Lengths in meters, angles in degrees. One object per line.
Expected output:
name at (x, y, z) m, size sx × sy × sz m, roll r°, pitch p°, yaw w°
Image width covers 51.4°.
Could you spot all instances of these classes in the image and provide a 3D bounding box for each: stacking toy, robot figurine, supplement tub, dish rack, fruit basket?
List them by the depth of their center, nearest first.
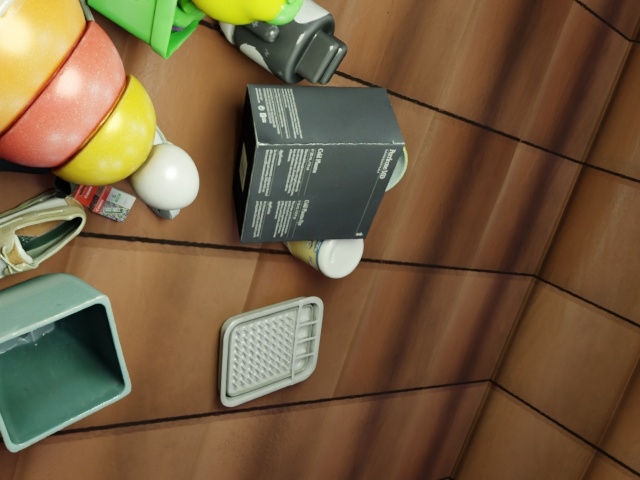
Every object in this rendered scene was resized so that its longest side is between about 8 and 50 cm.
stacking toy at (-0.399, -0.208, 1.107) m, size 0.480 × 0.350 × 0.350 m, roll 40°, pitch 83°, yaw -33°
fruit basket at (-0.187, -0.494, 1.130) m, size 0.283 × 0.392 × 0.392 m, roll -78°, pitch 162°, yaw -53°
robot figurine at (-0.084, -0.438, 1.392) m, size 0.173 × 0.278 × 0.209 m, roll -50°, pitch 170°, yaw -19°
supplement tub at (0.000, 0.000, 1.754) m, size 0.144 × 0.200 × 0.144 m, roll -21°, pitch 125°, yaw -34°
dish rack at (-0.149, 0.297, 1.871) m, size 0.333 × 0.072 × 0.285 m, roll -13°, pitch 121°, yaw -38°

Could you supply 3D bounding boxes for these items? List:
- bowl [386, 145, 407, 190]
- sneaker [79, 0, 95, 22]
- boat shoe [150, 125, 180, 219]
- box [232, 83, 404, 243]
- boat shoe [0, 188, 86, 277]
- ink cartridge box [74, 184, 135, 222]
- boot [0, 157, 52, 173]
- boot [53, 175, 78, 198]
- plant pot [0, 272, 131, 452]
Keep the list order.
bowl at (0.075, -0.254, 1.696) m, size 0.289 × 0.289 × 0.156 m, roll 51°, pitch 33°, yaw -45°
sneaker at (-0.447, -0.340, 1.226) m, size 0.100 × 0.108 × 0.271 m, roll -33°, pitch 136°, yaw -27°
boat shoe at (-0.342, -0.162, 1.399) m, size 0.094 × 0.109 × 0.302 m, roll -58°, pitch 166°, yaw -27°
box at (-0.021, -0.163, 1.497) m, size 0.312 × 0.179 × 0.343 m, roll -1°, pitch 145°, yaw -15°
boat shoe at (-0.595, 0.008, 1.279) m, size 0.302 × 0.103 × 0.113 m, roll -39°, pitch 134°, yaw -19°
ink cartridge box at (-0.457, -0.086, 1.410) m, size 0.115 × 0.029 × 0.063 m, roll 25°, pitch 94°, yaw -47°
boot at (-0.626, -0.116, 1.189) m, size 0.246 × 0.094 × 0.207 m, roll 29°, pitch 88°, yaw -40°
boot at (-0.446, -0.175, 1.252) m, size 0.198 × 0.077 × 0.137 m, roll 113°, pitch 2°, yaw -50°
plant pot at (-0.560, 0.203, 1.309) m, size 0.247 × 0.252 × 0.248 m, roll -25°, pitch 126°, yaw -32°
